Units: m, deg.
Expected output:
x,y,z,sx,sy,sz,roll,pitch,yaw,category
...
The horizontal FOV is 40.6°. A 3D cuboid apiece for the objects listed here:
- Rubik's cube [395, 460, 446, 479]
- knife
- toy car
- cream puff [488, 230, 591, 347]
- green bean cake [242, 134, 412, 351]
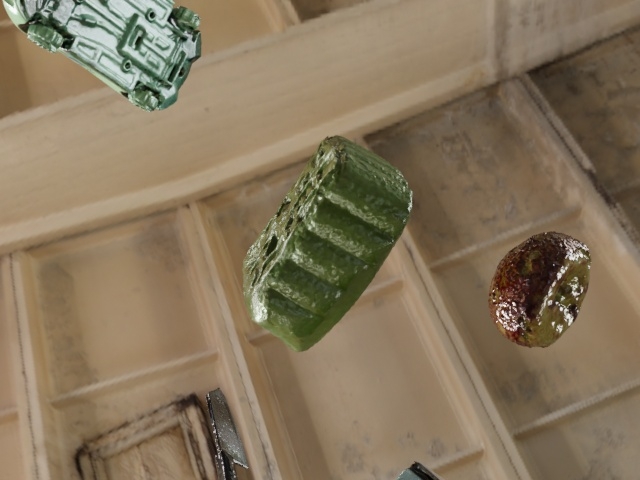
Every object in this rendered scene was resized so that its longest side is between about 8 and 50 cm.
x,y,z,sx,sy,sz,roll,pitch,yaw,category
0.129,0.375,0.961,0.167,0.183,0.180,37,-98,29,Rubik's cube
-0.125,0.282,1.186,0.028,0.060,0.230,-44,-144,15,knife
-0.160,-0.166,0.644,0.058,0.186,0.093,27,-92,33,toy car
0.251,0.055,1.007,0.084,0.149,0.149,28,-117,37,cream puff
0.000,0.000,1.062,0.125,0.222,0.248,28,-79,-12,green bean cake
